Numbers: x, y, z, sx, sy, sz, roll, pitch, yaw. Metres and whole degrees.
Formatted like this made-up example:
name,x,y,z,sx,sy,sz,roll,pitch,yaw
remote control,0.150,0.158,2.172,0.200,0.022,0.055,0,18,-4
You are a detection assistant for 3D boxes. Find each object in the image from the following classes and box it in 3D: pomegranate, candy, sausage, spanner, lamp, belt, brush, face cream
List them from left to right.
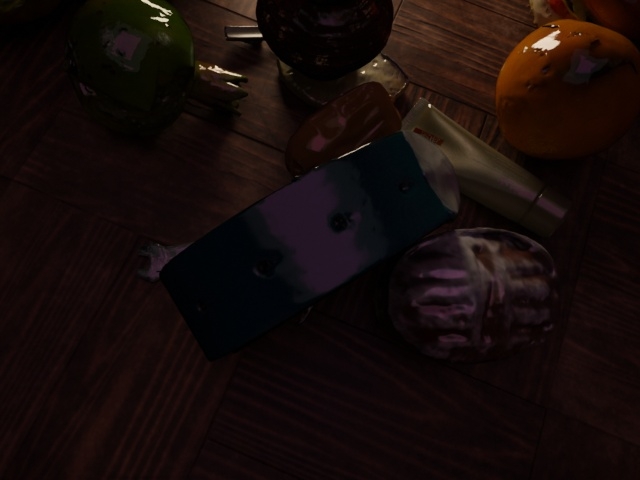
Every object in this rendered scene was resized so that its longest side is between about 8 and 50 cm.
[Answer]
name,x,y,z,sx,sy,sz,roll,pitch,yaw
pomegranate,-0.277,-0.295,0.848,0.301,0.236,0.236,0,71,-29
spanner,-0.169,0.009,0.848,0.301,0.017,0.071,-13,74,-8
brush,-0.097,-0.411,0.987,0.190,0.027,0.034,-7,77,-15
belt,-0.001,0.001,0.706,0.436,0.300,0.173,-34,89,-14
lamp,0.008,-0.398,0.846,0.246,0.247,0.247,1,72,-4
sausage,0.044,-0.184,0.869,0.241,0.136,0.120,-38,67,-20
candy,0.235,0.087,0.784,0.289,0.157,0.215,-6,82,-5
face cream,0.288,-0.129,0.905,0.341,0.084,0.137,36,82,14

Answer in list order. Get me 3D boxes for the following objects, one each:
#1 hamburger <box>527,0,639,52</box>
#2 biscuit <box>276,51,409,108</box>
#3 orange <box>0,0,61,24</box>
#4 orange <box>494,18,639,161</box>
name,x,y,z,sx,sy,sz,roll,pitch,yaw
hamburger,0.586,-0.509,0.942,0.329,0.250,0.331,0,91,-9
biscuit,0.045,-0.335,0.965,0.265,0.040,0.188,4,74,-3
orange,-0.573,-0.490,0.900,0.237,0.158,0.179,-33,77,-14
orange,0.439,-0.264,0.872,0.245,0.246,0.246,1,72,-4
